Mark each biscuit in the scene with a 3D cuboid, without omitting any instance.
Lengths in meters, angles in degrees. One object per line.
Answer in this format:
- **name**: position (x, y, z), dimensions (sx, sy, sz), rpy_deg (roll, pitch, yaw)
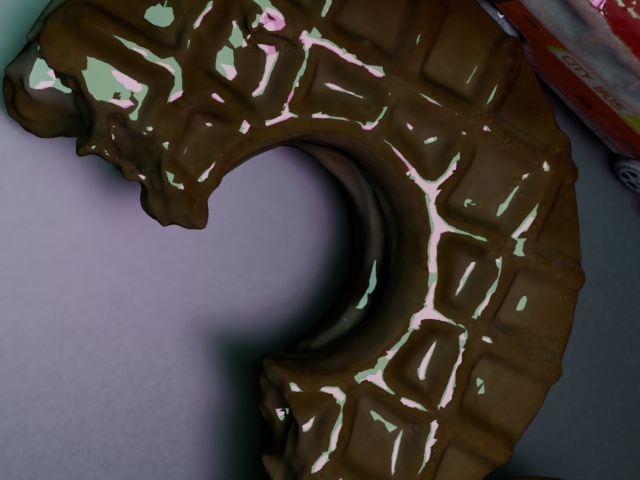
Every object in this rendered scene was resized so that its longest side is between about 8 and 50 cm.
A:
- **biscuit**: position (0.011, -0.016, 0.701), dimensions (0.268, 0.115, 0.366), rpy_deg (-30, 105, -17)

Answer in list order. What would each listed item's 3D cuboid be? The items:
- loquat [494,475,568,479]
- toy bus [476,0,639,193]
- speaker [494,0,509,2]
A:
- **loquat**: position (0.121, 0.244, 0.722), dimensions (0.208, 0.208, 0.208), rpy_deg (-2, 96, -21)
- **toy bus**: position (0.198, -0.126, 0.756), dimensions (0.265, 0.120, 0.121), rpy_deg (41, 80, -20)
- **speaker**: position (0.124, -0.274, 0.582), dimensions (0.180, 0.184, 0.388), rpy_deg (40, 50, 4)
